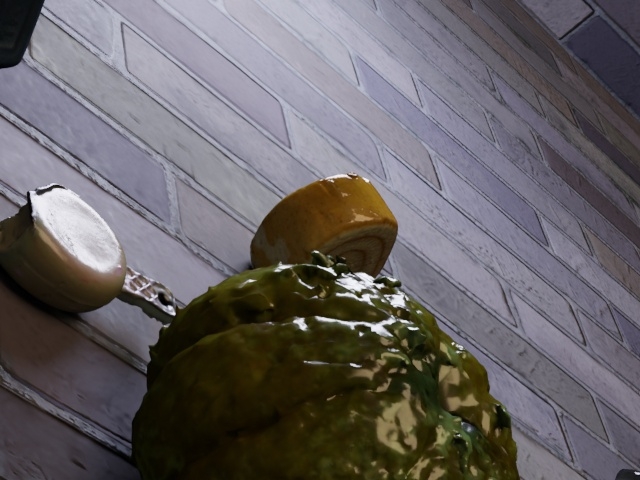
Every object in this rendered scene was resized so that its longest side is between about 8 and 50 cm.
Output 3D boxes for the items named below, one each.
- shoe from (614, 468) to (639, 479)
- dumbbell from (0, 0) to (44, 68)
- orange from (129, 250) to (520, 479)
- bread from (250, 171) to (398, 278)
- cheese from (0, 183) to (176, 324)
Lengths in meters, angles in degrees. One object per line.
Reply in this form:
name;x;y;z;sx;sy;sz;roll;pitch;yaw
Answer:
shoe;0.405;0.364;1.746;0.293;0.149;0.109;31;-8;-2
dumbbell;-0.316;-0.183;1.111;0.325;0.160;0.144;-11;95;-66
orange;0.022;0.154;1.154;0.301;0.223;0.300;43;27;-23
bread;0.000;0.000;1.503;0.122;0.149;0.073;-19;66;-24
cheese;-0.169;0.013;1.229;0.171;0.047;0.092;16;42;-57
